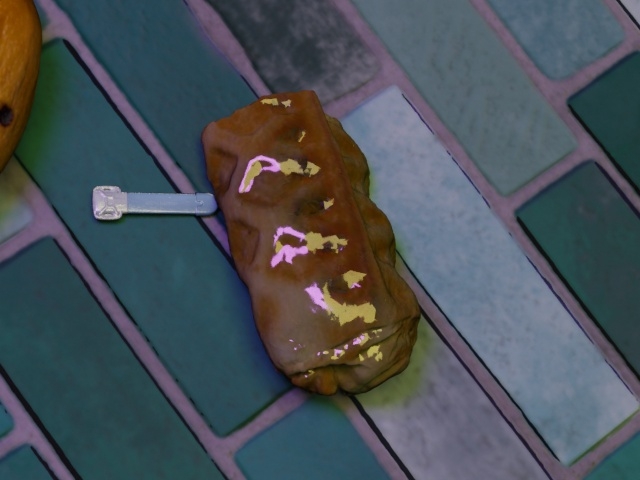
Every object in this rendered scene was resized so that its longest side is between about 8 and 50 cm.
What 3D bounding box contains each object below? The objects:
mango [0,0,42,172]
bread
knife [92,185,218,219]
[{"bbox_3d":[-0.292,-0.090,1.183,0.157,0.109,0.262,34,72,-11],"label":"mango"},{"bbox_3d":[0.000,0.000,1.238,0.128,0.088,0.232,-8,68,-25],"label":"bread"},{"bbox_3d":[-0.123,-0.027,1.254,0.096,0.010,0.027,0,71,-16],"label":"knife"}]
